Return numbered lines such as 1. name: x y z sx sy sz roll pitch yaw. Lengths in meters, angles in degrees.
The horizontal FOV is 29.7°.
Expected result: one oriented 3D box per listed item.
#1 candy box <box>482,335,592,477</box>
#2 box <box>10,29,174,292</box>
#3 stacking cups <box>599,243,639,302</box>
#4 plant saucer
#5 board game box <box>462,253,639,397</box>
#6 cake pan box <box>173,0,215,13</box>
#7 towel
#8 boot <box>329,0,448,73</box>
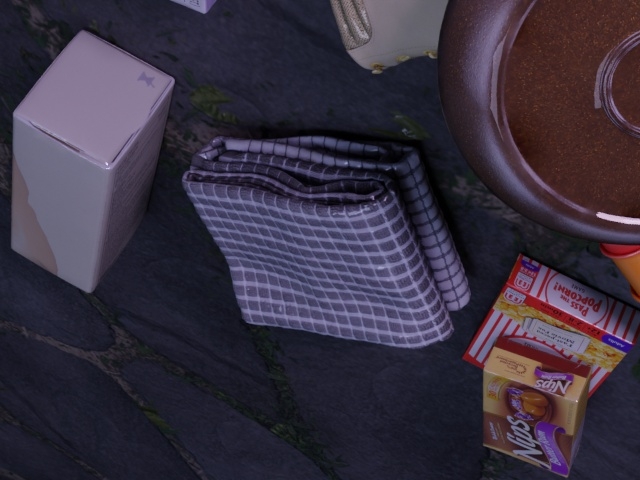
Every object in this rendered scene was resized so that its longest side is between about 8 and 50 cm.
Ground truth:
1. candy box: 0.241 0.190 1.363 0.109 0.053 0.186 19 147 19
2. box: -0.270 -0.082 1.396 0.121 0.148 0.311 29 148 2
3. stacking cups: 0.338 0.054 1.137 0.316 0.096 0.096 46 146 -22
4. plant saucer: 0.239 -0.119 0.850 0.311 0.050 0.310 1 121 2
5. board game box: 0.252 0.107 1.329 0.147 0.045 0.193 26 150 7
6. cake pan box: -0.193 -0.337 1.031 0.246 0.070 0.266 25 150 12
7. towel: 0.000 0.000 1.311 0.284 0.121 0.235 7 142 34
8. boot: 0.128 -0.162 0.971 0.203 0.095 0.262 -15 118 49
